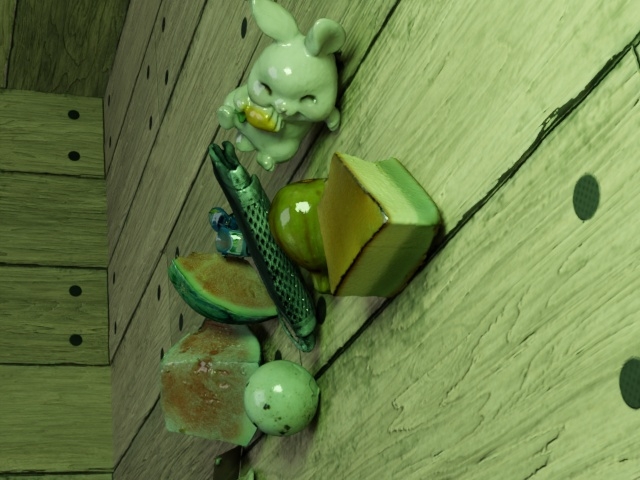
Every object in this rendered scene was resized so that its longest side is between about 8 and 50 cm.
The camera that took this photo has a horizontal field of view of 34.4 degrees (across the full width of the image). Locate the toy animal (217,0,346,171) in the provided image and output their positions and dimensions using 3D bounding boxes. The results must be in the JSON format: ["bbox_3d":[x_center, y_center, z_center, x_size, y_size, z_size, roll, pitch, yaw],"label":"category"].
[{"bbox_3d":[-0.060,-0.260,1.706,0.154,0.208,0.325,-51,-22,-44],"label":"toy animal"}]

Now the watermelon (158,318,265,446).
[{"bbox_3d":[-0.209,0.275,2.028,0.261,0.201,0.213,-148,54,-63],"label":"watermelon"}]

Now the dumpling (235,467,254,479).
[{"bbox_3d":[-0.165,0.514,2.025,0.181,0.111,0.155,-11,44,46],"label":"dumpling"}]

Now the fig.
[{"bbox_3d":[-0.014,-0.006,1.617,0.148,0.142,0.186,-175,88,-72],"label":"fig"}]

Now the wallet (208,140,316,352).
[{"bbox_3d":[-0.090,0.003,1.761,0.237,0.075,0.342,-127,15,-69],"label":"wallet"}]

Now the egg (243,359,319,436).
[{"bbox_3d":[-0.064,0.269,1.758,0.164,0.131,0.131,77,-169,-77],"label":"egg"}]

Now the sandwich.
[{"bbox_3d":[0.078,-0.046,1.424,0.220,0.108,0.186,122,144,-56],"label":"sandwich"}]

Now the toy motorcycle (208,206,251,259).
[{"bbox_3d":[-0.150,-0.015,1.999,0.254,0.135,0.092,-136,52,-64],"label":"toy motorcycle"}]

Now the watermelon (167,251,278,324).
[{"bbox_3d":[-0.178,0.118,1.958,0.146,0.231,0.128,50,124,46],"label":"watermelon"}]

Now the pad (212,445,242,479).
[{"bbox_3d":[-0.195,0.521,2.127,0.113,0.006,0.188,-10,-72,-66],"label":"pad"}]
